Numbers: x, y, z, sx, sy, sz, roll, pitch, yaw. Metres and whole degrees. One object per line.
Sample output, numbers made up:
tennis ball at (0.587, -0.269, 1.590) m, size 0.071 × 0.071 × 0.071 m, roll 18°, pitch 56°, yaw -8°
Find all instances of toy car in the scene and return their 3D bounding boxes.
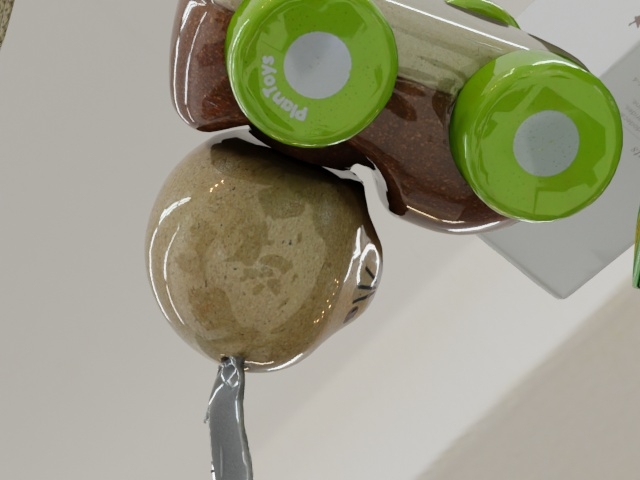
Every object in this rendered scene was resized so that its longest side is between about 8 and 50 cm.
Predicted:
toy car at (0.000, 0.000, 0.583) m, size 0.149 × 0.155 × 0.188 m, roll 18°, pitch -76°, yaw -12°

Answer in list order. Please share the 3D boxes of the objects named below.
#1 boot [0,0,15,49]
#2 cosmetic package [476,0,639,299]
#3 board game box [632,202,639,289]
boot at (-0.116, -0.068, 0.211) m, size 0.095 × 0.203 × 0.262 m, roll 3°, pitch -48°, yaw 16°
cosmetic package at (0.161, -0.092, 0.766) m, size 0.085 × 0.117 × 0.231 m, roll 37°, pitch -62°, yaw -22°
board game box at (0.217, -0.104, 0.472) m, size 0.213 × 0.046 × 0.317 m, roll 8°, pitch -50°, yaw 8°
